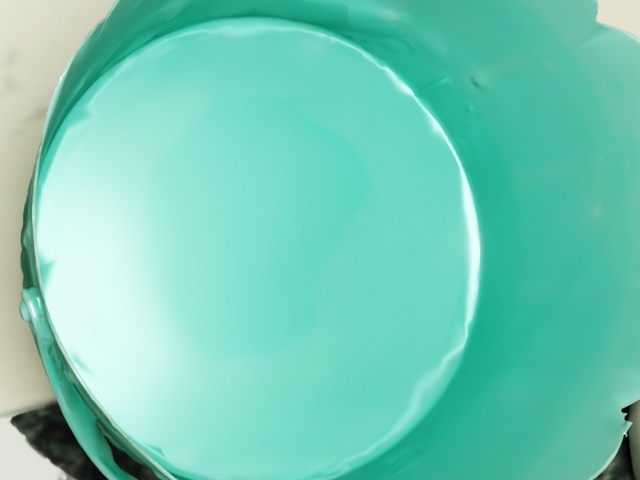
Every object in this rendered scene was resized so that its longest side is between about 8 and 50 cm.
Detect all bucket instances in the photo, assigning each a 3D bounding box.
[{"bbox_3d":[0.000,0.000,0.705,0.281,0.183,0.281,2,84,-17],"label":"bucket"}]

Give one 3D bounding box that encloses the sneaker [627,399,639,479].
[{"bbox_3d":[0.237,0.162,0.794,0.087,0.130,0.227,-22,90,-20],"label":"sneaker"}]
